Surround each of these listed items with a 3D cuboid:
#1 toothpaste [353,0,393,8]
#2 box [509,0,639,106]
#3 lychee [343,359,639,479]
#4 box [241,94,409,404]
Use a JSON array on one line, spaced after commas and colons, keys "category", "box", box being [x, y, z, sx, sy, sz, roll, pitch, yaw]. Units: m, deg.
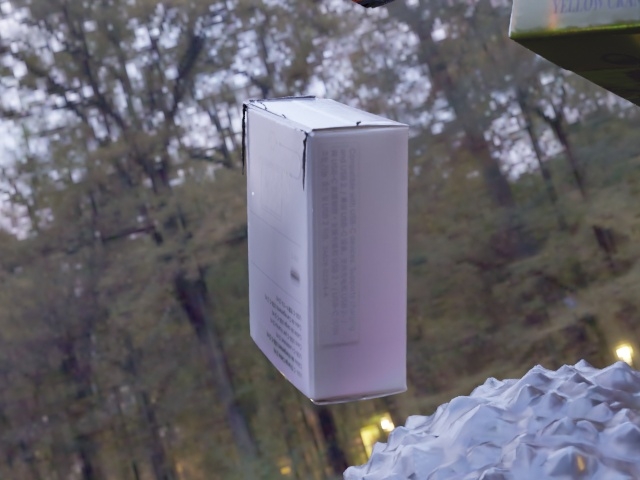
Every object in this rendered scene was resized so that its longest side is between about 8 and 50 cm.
[{"category": "toothpaste", "box": [0.032, -0.356, 1.015, 0.076, 0.321, 0.066, -17, -14, 28]}, {"category": "box", "box": [0.199, -0.094, 0.624, 0.121, 0.030, 0.193, 3, -6, 41]}, {"category": "lychee", "box": [0.128, 0.184, 0.570, 0.300, 0.300, 0.300, -16, -11, -3]}, {"category": "box", "box": [0.000, 0.000, 1.145, 0.106, 0.252, 0.203, -4, 13, -20]}]
